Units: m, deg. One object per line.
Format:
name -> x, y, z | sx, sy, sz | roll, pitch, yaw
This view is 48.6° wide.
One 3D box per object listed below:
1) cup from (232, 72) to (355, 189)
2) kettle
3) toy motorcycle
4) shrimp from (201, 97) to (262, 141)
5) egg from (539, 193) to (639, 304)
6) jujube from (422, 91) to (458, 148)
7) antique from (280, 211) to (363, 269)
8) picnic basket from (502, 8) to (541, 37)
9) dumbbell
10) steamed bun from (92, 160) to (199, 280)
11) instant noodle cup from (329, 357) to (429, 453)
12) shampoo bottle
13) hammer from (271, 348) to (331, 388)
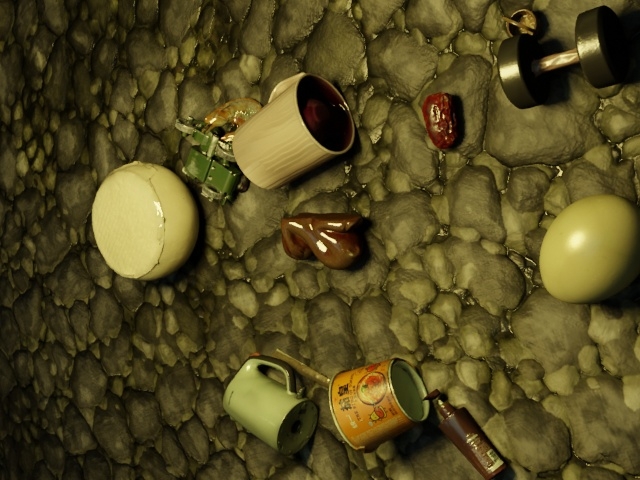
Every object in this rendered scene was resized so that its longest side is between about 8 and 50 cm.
cup -> -0.081, -0.302, 1.836 | 0.273, 0.208, 0.288 | -28, 78, 39
kettle -> -0.142, 0.450, 2.009 | 0.255, 0.165, 0.240 | 22, 99, 40
toy motorcycle -> -0.325, -0.243, 2.107 | 0.275, 0.127, 0.205 | 35, 117, 24
shrimp -> -0.248, -0.339, 2.005 | 0.132, 0.187, 0.051 | 60, 172, 30
egg -> 0.530, 0.020, 1.381 | 0.186, 0.186, 0.241 | 46, 131, 26
jujube -> 0.277, -0.275, 1.632 | 0.077, 0.077, 0.129 | -4, 101, 40
antique -> 0.000, 0.000, 1.865 | 0.257, 0.121, 0.143 | 5, 107, 32
picnic basket -> 0.419, -0.453, 1.484 | 0.072, 0.083, 0.072 | 6, 99, 40
dumbbell -> 0.477, -0.356, 1.404 | 0.218, 0.152, 0.152 | -11, 88, 40
steamed bun -> -0.524, -0.061, 2.204 | 0.374, 0.241, 0.374 | 6, 100, 34
instant noodle cup -> 0.150, 0.392, 1.733 | 0.172, 0.216, 0.215 | -30, 76, 29
shampoo bottle -> 0.336, 0.452, 1.665 | 0.236, 0.068, 0.067 | 52, 125, 24
hammer -> -0.027, 0.372, 1.984 | 0.297, 0.027, 0.125 | 23, 104, 35
